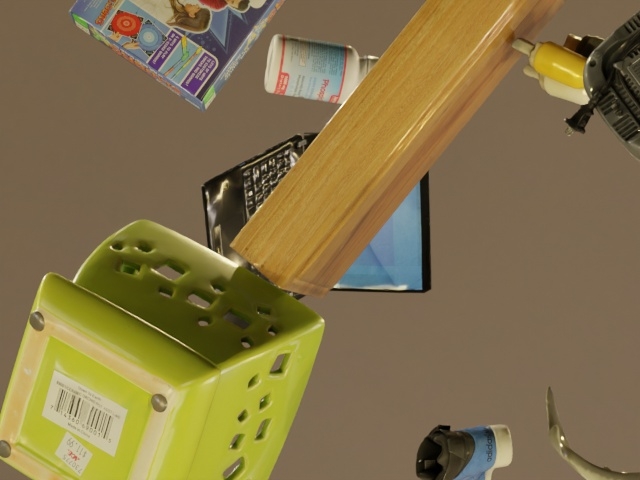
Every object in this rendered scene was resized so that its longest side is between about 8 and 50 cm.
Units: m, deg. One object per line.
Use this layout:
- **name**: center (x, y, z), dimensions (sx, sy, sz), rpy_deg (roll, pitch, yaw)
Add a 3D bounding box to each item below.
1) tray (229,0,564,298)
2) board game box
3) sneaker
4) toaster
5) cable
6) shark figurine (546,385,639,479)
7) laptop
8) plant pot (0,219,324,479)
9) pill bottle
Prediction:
- **tray**: center (0.089, -0.124, 1.669), dimensions (0.076, 0.411, 0.203), rpy_deg (41, -176, 12)
- **board game box**: center (-0.095, -0.227, 1.415), dimensions (0.136, 0.035, 0.201), rpy_deg (35, -99, 5)
- **sneaker**: center (0.130, 0.219, 1.680), dimensions (0.084, 0.152, 0.058), rpy_deg (-2, -109, -11)
- **toaster**: center (0.315, -0.126, 1.383), dimensions (0.129, 0.227, 0.146), rpy_deg (58, -169, 26)
- **cable**: center (0.314, -0.127, 1.605), dimensions (0.139, 0.072, 0.287), rpy_deg (25, -173, -45)
- **shark figurine**: center (0.377, 0.248, 1.853), dimensions (0.278, 0.166, 0.116), rpy_deg (6, -146, 27)
- **laptop**: center (0.000, 0.000, 2.103), dimensions (0.136, 0.234, 0.264), rpy_deg (23, -140, 38)
- **plant pot**: center (-0.164, 0.138, 1.585), dimensions (0.228, 0.227, 0.207), rpy_deg (28, -157, 20)
- **pill bottle**: center (0.003, -0.248, 2.494), dimensions (0.160, 0.087, 0.087), rpy_deg (8, -143, -8)
